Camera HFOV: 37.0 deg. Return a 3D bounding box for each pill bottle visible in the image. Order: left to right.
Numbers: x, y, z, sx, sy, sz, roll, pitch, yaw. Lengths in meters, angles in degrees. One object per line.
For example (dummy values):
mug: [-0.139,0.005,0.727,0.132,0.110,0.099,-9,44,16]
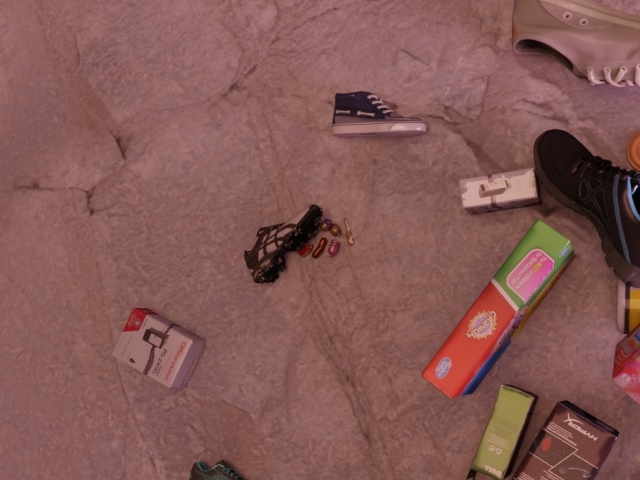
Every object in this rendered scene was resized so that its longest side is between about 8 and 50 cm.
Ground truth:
pill bottle: [0.598,0.112,1.619,0.184,0.103,0.103,1,83,17]

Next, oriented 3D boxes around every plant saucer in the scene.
plant saucer: [0.589,-0.161,1.707,0.083,0.013,0.084,-3,81,16]

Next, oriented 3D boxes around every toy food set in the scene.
toy food set: [0.000,0.000,1.865,0.122,0.019,0.078,-19,77,14]

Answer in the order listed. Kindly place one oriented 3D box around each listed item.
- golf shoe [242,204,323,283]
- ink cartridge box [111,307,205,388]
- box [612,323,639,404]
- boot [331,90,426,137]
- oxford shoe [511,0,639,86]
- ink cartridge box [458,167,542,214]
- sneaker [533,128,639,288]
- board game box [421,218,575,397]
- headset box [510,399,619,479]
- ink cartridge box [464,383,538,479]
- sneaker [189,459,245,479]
golf shoe: [-0.081,-0.009,1.854,0.198,0.077,0.094,-48,63,16]
ink cartridge box: [-0.322,0.215,1.912,0.150,0.063,0.109,26,90,19]
box: [0.607,0.240,1.536,0.257,0.128,0.123,40,120,1]
boot: [0.111,-0.245,1.837,0.190,0.069,0.086,2,86,19]
oxford shoe: [0.531,-0.322,1.672,0.449,0.169,0.130,25,92,24]
ink cartridge box: [0.326,-0.087,1.734,0.135,0.099,0.056,-9,81,17]
sneaker: [0.496,-0.086,1.626,0.125,0.140,0.341,-15,56,-29]
board game box: [0.311,0.123,1.636,0.064,0.242,0.316,38,95,18]
headset box: [0.373,0.417,1.587,0.110,0.218,0.293,31,92,20]
ink cartridge box: [0.313,0.358,1.671,0.062,0.109,0.209,21,89,20]
sneaker: [-0.182,0.460,1.838,0.166,0.065,0.076,1,79,16]
